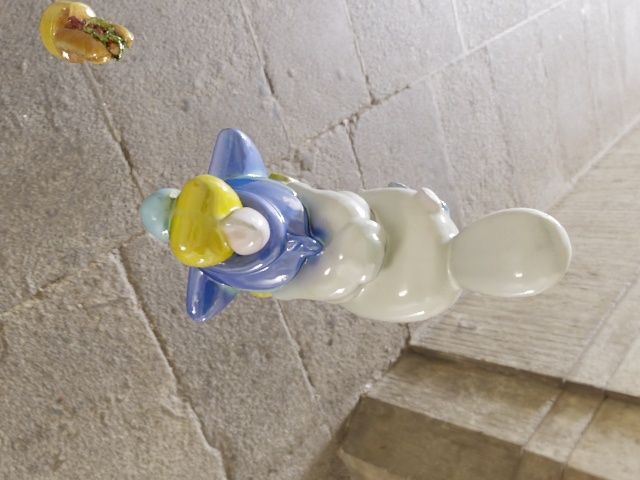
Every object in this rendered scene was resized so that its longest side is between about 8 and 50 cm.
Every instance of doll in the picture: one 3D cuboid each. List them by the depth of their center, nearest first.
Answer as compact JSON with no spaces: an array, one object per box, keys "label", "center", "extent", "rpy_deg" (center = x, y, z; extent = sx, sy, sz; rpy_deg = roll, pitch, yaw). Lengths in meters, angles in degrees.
[{"label":"doll","center":[0.000,-0.008,0.612],"extent":[0.365,0.376,0.187],"rpy_deg":[8,67,-18]}]

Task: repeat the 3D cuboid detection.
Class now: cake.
[{"label":"cake","center":[-0.350,-0.294,0.826],"extent":[0.084,0.044,0.084],"rpy_deg":[-55,159,-35]}]

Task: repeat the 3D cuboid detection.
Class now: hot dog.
[{"label":"hot dog","center":[-0.158,-0.140,0.403],"extent":[0.037,0.083,0.021],"rpy_deg":[-45,136,-24]}]
